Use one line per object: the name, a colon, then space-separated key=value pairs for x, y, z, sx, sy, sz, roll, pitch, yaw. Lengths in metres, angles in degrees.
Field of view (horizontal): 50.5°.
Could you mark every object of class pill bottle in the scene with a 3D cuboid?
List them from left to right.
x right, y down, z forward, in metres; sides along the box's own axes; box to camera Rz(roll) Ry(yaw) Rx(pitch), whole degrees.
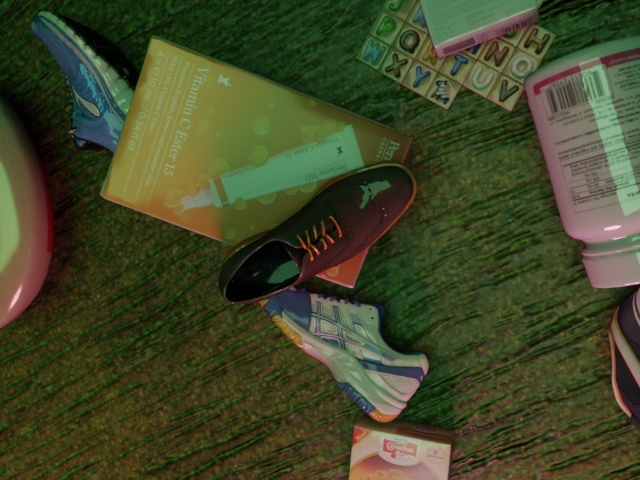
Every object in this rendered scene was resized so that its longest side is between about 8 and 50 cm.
pill bottle: x=0.369 y=-0.094 z=0.850 sx=0.160 sy=0.160 sz=0.283 roll=-15 pitch=90 yaw=16

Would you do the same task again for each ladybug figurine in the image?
ladybug figurine: x=-0.568 y=-0.075 z=1.109 sx=0.304 sy=0.162 sz=0.450 roll=-11 pitch=92 yaw=16

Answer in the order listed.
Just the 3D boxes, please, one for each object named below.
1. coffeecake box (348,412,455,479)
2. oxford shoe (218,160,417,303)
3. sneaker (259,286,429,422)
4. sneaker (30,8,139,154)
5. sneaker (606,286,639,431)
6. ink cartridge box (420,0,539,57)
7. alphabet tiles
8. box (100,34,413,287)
coffeecake box: x=0.115 y=0.365 z=1.001 sx=0.142 sy=0.068 sz=0.186 roll=6 pitch=95 yaw=16
oxford shoe: x=0.000 y=0.000 z=0.807 sx=0.271 sy=0.098 sz=0.097 roll=-34 pitch=101 yaw=7
sneaker: x=0.027 y=0.126 z=1.004 sx=0.296 sy=0.112 sz=0.131 roll=42 pitch=86 yaw=7
sneaker: x=-0.354 y=-0.217 z=1.058 sx=0.147 sy=0.130 sz=0.330 roll=-40 pitch=83 yaw=12
sneaker: x=0.454 y=0.210 z=0.823 sx=0.126 sy=0.127 sz=0.321 roll=-2 pitch=59 yaw=-15
ink cartridge box: x=0.205 y=-0.360 z=0.940 sx=0.145 sy=0.045 sz=0.180 roll=-17 pitch=71 yaw=17
alphabet tiles: x=0.197 y=-0.292 z=0.962 sx=0.237 sy=0.009 sz=0.198 roll=32 pitch=101 yaw=12
box: x=-0.081 y=-0.108 z=0.920 sx=0.345 sy=0.168 sz=0.215 roll=20 pitch=101 yaw=-5
